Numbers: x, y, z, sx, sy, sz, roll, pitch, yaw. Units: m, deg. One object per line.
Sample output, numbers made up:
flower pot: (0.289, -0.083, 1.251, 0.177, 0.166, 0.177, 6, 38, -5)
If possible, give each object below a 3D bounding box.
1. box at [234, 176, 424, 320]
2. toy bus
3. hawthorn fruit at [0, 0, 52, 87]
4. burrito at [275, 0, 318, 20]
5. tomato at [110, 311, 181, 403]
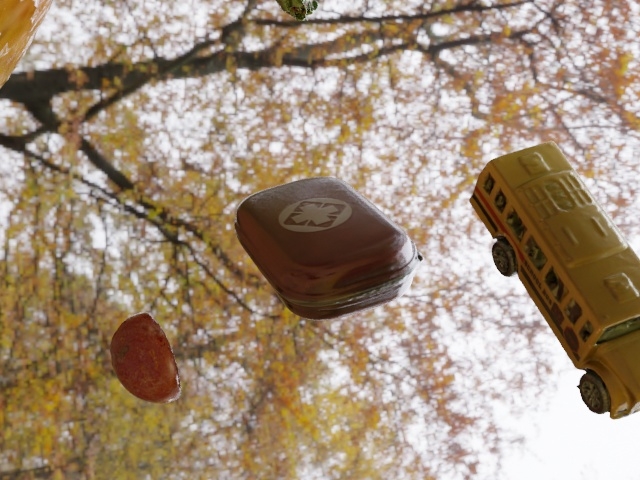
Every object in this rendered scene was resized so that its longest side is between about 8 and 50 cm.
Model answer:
box: (0.000, 0.000, 1.545, 0.404, 0.263, 0.108, -134, -149, -56)
toy bus: (0.308, 0.039, 1.021, 0.123, 0.121, 0.335, 97, -28, -54)
hawthorn fruit: (-0.391, -0.249, 0.546, 0.472, 0.472, 0.472, 4, -85, 52)
burrito: (-0.113, -0.495, 1.471, 0.288, 0.054, 0.104, 47, -19, 3)
tomato: (-0.332, 0.229, 1.594, 0.173, 0.099, 0.189, 64, -22, 12)
